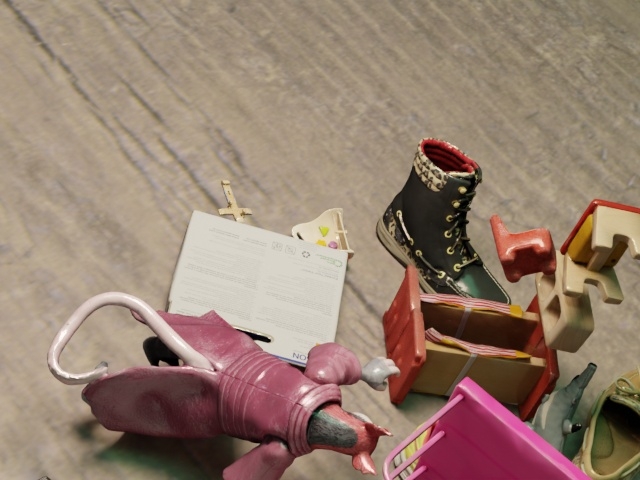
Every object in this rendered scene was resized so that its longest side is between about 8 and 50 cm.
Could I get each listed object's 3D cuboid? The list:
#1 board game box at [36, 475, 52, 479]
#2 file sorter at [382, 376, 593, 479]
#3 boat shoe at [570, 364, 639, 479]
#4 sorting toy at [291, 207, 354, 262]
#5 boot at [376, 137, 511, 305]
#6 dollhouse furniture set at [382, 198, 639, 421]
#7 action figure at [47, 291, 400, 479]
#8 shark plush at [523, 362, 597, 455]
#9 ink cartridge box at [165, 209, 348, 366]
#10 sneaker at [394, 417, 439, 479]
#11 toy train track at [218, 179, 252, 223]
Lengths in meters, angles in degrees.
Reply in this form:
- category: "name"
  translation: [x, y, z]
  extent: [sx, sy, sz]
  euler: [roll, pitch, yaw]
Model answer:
- category: "board game box"
  translation: [-0.333, 0.328, 1.702]
  extent: [0.194, 0.060, 0.194]
  euler: [-20, 17, -25]
- category: "file sorter"
  translation: [0.139, 0.341, 1.772]
  extent: [0.202, 0.291, 0.182]
  euler: [40, 48, 19]
- category: "boat shoe"
  translation: [0.392, 0.251, 2.114]
  extent: [0.104, 0.089, 0.285]
  euler: [29, 42, 8]
- category: "sorting toy"
  translation: [0.000, 0.000, 2.251]
  extent: [0.075, 0.045, 0.083]
  euler: [-1, 47, -13]
- category: "boot"
  translation: [0.187, -0.011, 2.233]
  extent: [0.085, 0.178, 0.236]
  euler: [-26, 59, -39]
- category: "dollhouse furniture set"
  translation: [0.233, 0.058, 2.041]
  extent: [0.201, 0.374, 0.152]
  euler: [10, 48, -15]
- category: "action figure"
  translation: [-0.075, 0.162, 1.859]
  extent: [0.370, 0.276, 0.248]
  euler: [14, 63, 35]
- category: "shark plush"
  translation: [0.312, 0.227, 2.068]
  extent: [0.073, 0.161, 0.067]
  euler: [29, 14, -34]
- category: "ink cartridge box"
  translation: [-0.084, 0.076, 2.131]
  extent: [0.223, 0.045, 0.224]
  euler: [16, 43, -5]
- category: "sneaker"
  translation: [0.171, 0.301, 1.969]
  extent: [0.081, 0.094, 0.208]
  euler: [-22, 59, -40]
- category: "toy train track"
  translation: [-0.122, -0.056, 2.276]
  extent: [0.048, 0.014, 0.083]
  euler: [-2, 46, -24]
